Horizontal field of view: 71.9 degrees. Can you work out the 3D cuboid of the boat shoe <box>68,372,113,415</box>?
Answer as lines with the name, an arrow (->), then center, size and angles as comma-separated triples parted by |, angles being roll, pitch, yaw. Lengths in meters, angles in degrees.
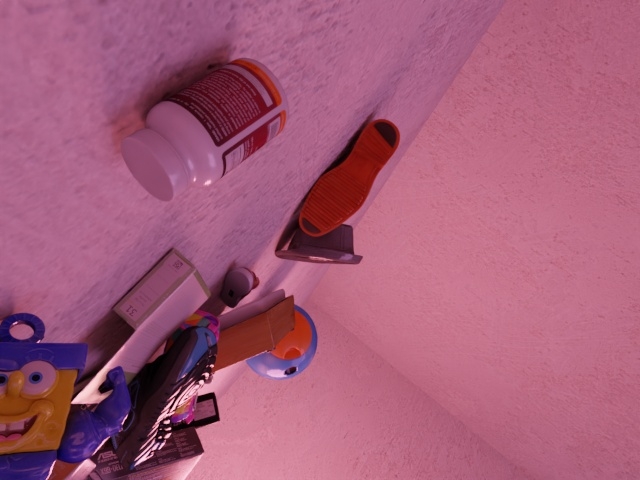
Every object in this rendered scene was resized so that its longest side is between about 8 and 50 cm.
boat shoe -> -0.383, 0.281, 0.640 | 0.080, 0.073, 0.223 | -56, 172, 28

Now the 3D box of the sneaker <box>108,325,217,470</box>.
sneaker -> -0.313, 0.270, 0.806 | 0.341, 0.140, 0.125 | -54, 163, 18

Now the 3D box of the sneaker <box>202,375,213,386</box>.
sneaker -> -0.361, 0.370, 1.144 | 0.090, 0.095, 0.235 | -52, 172, 13

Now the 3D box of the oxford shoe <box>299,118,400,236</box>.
oxford shoe -> 0.078, -0.156, 1.191 | 0.363, 0.130, 0.133 | -49, -178, -4

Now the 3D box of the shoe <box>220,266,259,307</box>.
shoe -> -0.181, 0.093, 1.045 | 0.081, 0.063, 0.178 | -48, 177, -37

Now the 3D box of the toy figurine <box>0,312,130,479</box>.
toy figurine -> -0.308, 0.171, 0.382 | 0.363, 0.217, 0.191 | 10, 146, -32

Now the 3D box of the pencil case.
pencil case -> -0.279, 0.261, 0.910 | 0.236, 0.104, 0.104 | -70, 167, 19

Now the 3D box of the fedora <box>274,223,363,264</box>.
fedora -> 0.000, 0.000, 1.284 | 0.275, 0.244, 0.124 | -5, -103, 65

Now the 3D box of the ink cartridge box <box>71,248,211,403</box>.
ink cartridge box -> -0.275, 0.137, 0.680 | 0.235, 0.056, 0.171 | -48, 172, -19

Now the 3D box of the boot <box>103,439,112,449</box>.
boot -> -0.508, 0.531, 1.164 | 0.197, 0.073, 0.152 | -54, 180, 8

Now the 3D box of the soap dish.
soap dish -> -0.187, 0.220, 1.089 | 0.229, 0.118, 0.291 | -24, 177, 7

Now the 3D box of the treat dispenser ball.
treat dispenser ball -> -0.155, 0.371, 1.648 | 0.288, 0.288, 0.288 | -51, 173, -9

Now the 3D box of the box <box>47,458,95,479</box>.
box -> -0.366, 0.272, 0.482 | 0.170, 0.130, 0.091 | -47, 172, -37

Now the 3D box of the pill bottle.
pill bottle -> -0.107, -0.106, 0.421 | 0.152, 0.086, 0.086 | -47, 171, -34

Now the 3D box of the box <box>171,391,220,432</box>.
box -> -0.368, 0.464, 1.150 | 0.180, 0.077, 0.147 | -8, 158, -26

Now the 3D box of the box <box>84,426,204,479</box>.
box -> -0.452, 0.551, 0.989 | 0.307, 0.076, 0.242 | 7, 125, -47
